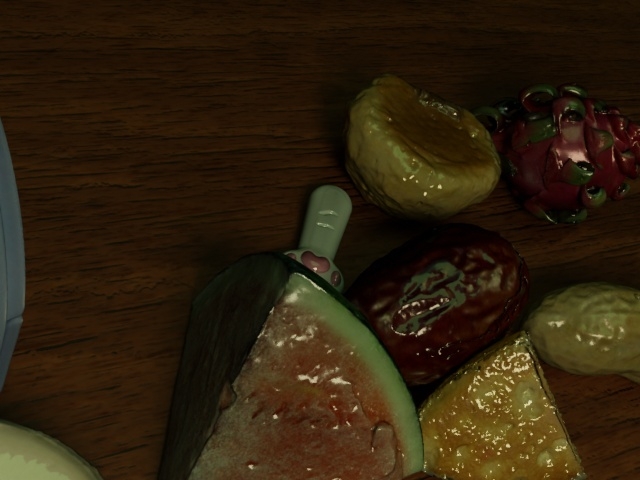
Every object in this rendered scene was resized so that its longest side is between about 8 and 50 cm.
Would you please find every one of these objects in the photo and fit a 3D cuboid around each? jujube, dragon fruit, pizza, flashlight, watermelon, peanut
[{"bbox_3d":[0.138,0.072,1.021,0.243,0.183,0.183,-18,62,-27],"label":"jujube"},{"bbox_3d":[0.348,-0.148,1.280,0.273,0.218,0.198,41,83,18],"label":"dragon fruit"},{"bbox_3d":[0.189,0.224,0.979,0.188,0.204,0.080,59,5,-12],"label":"pizza"},{"bbox_3d":[0.000,0.000,1.106,0.093,0.047,0.200,23,47,-6],"label":"flashlight"},{"bbox_3d":[-0.054,0.175,0.899,0.283,0.292,0.250,52,5,-10],"label":"watermelon"},{"bbox_3d":[0.416,0.129,1.126,0.313,0.149,0.149,8,50,-16],"label":"peanut"}]

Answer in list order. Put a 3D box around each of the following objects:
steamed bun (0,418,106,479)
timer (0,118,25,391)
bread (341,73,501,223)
[{"bbox_3d":[-0.279,0.248,0.714,0.228,0.131,0.177,20,57,-10],"label":"steamed bun"},{"bbox_3d":[-0.399,-0.042,0.732,0.173,0.395,0.395,-11,58,-37],"label":"timer"},{"bbox_3d":[0.133,-0.125,1.215,0.244,0.134,0.244,15,46,-16],"label":"bread"}]
